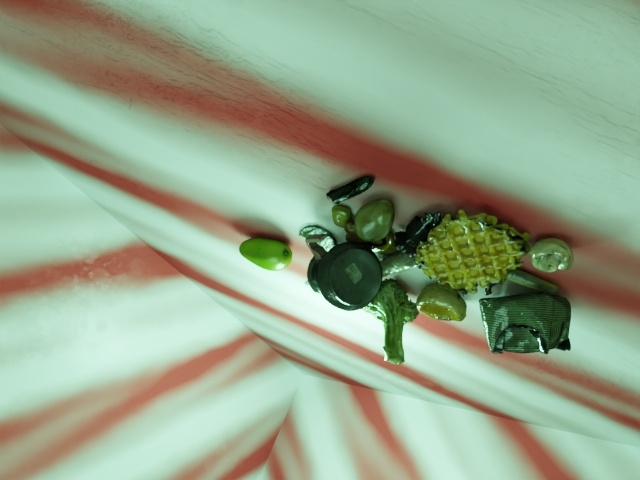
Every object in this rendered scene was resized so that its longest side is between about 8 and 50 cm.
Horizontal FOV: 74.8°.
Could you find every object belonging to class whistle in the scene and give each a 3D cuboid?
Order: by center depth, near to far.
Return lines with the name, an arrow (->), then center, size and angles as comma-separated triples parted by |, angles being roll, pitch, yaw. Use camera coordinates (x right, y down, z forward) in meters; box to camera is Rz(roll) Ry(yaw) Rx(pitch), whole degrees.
whistle -> 0.785, 0.139, 1.688 | 0.327, 0.057, 0.068 | 23, 152, 4

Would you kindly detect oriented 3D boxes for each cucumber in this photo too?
cucumber -> 0.118, -0.198, 1.656 | 0.067, 0.067, 0.245 | 40, 148, -23

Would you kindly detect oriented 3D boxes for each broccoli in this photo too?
broccoli -> 0.364, 0.400, 2.076 | 0.275, 0.353, 0.397 | -52, 57, 45

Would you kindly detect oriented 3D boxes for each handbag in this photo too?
handbag -> 0.853, 0.351, 1.750 | 0.247, 0.240, 0.341 | 11, 161, -37

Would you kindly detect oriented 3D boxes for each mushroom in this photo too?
mushroom -> 0.816, 0.055, 1.484 | 0.148, 0.112, 0.148 | 14, 140, 12

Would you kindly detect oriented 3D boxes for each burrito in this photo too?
burrito -> 0.325, 0.114, 1.932 | 0.076, 0.117, 0.392 | 51, 145, -11

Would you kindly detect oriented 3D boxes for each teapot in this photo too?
teapot -> 0.073, 0.132, 1.931 | 0.376, 0.306, 0.362 | 56, 162, -9

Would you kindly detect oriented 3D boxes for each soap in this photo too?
soap -> 0.093, -0.102, 1.842 | 0.089, 0.045, 0.140 | 17, 148, 21

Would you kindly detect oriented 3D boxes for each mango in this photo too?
mango -> -0.308, 0.072, 2.301 | 0.343, 0.156, 0.192 | 11, 138, 31

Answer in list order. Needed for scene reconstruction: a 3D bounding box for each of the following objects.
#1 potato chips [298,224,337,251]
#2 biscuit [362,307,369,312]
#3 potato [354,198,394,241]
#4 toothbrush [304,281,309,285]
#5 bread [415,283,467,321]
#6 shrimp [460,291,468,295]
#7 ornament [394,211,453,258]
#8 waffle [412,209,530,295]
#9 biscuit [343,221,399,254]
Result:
potato chips -> -0.002, 0.003, 2.091 | 0.202, 0.029, 0.220 | -14, 129, 44
biscuit -> 0.265, 0.326, 2.337 | 0.259, 0.079, 0.259 | 19, 148, 12
potato -> 0.221, -0.088, 1.670 | 0.157, 0.157, 0.194 | 28, 146, -5
toothbrush -> -0.029, 0.227, 2.461 | 0.026, 0.028, 0.294 | 35, 153, -12
bread -> 0.585, 0.295, 2.005 | 0.245, 0.134, 0.244 | 19, 152, 11
shrimp -> 0.595, 0.150, 1.857 | 0.169, 0.058, 0.296 | 17, 146, 28
ornament -> 0.454, -0.018, 1.667 | 0.251, 0.106, 0.260 | 29, 136, -19
waffle -> 0.564, 0.050, 1.594 | 0.380, 0.095, 0.382 | 23, 132, -9
biscuit -> 0.224, -0.004, 1.856 | 0.290, 0.041, 0.208 | 26, 152, -20
